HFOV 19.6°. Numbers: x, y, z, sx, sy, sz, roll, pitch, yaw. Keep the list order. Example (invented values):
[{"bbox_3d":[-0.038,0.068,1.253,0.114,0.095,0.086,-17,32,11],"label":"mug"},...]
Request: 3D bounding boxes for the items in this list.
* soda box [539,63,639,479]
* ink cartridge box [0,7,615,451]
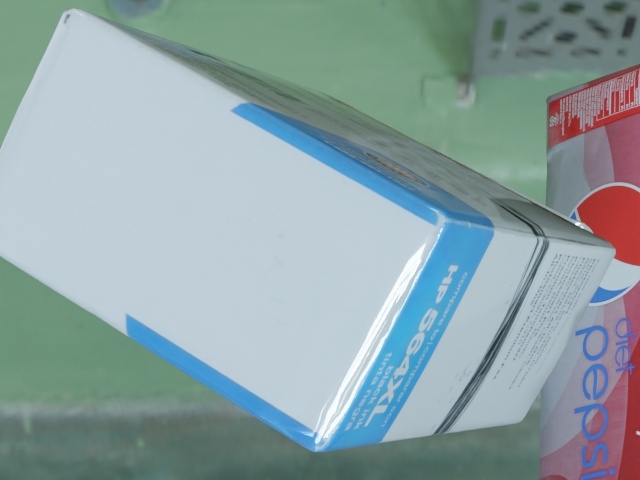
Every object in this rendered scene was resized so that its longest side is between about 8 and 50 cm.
[{"bbox_3d":[0.160,0.052,0.851,0.092,0.083,0.263,23,61,-37],"label":"soda box"},{"bbox_3d":[0.000,0.000,0.649,0.148,0.203,0.086,29,98,22],"label":"ink cartridge box"}]
